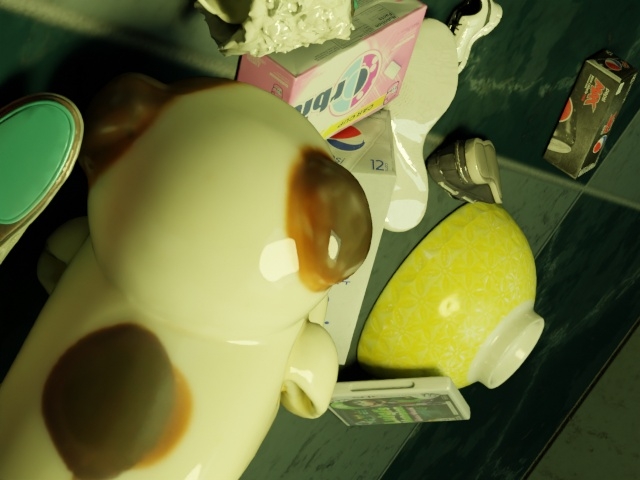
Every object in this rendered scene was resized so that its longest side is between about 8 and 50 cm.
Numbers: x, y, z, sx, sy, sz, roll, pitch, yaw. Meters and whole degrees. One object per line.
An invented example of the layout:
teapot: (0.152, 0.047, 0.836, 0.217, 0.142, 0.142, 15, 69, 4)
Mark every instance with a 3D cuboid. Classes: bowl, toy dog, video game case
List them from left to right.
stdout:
toy dog: (-0.131, 0.069, 1.134, 0.408, 0.284, 0.395, -65, 163, 12)
video game case: (0.098, 0.212, 1.965, 0.190, 0.173, 0.022, 53, 35, -68)
bowl: (0.199, 0.103, 1.973, 0.289, 0.156, 0.289, -41, 156, -23)

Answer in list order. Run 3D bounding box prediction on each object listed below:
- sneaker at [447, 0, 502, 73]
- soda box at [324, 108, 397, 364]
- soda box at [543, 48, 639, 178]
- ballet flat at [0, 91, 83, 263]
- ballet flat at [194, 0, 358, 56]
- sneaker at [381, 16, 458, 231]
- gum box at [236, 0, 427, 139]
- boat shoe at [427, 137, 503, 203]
sneaker: (0.139, -0.210, 1.533, 0.109, 0.040, 0.044, -54, 142, -4)
soda box: (0.000, 0.000, 1.456, 0.286, 0.098, 0.091, 103, -12, -47)
soda box: (0.358, -0.167, 1.991, 0.053, 0.060, 0.169, -32, 150, -43)
ballet flat: (-0.241, -0.018, 1.058, 0.213, 0.072, 0.068, -53, -174, 6)
ballet flat: (-0.053, -0.240, 0.985, 0.147, 0.147, 0.409, -45, 158, -15)
sneaker: (0.073, -0.120, 1.497, 0.080, 0.094, 0.212, 10, 97, -25)
gum box: (0.009, -0.152, 1.320, 0.188, 0.062, 0.107, -33, 152, -38)
boat shoe: (0.176, -0.082, 1.796, 0.065, 0.075, 0.206, -11, 171, 15)
